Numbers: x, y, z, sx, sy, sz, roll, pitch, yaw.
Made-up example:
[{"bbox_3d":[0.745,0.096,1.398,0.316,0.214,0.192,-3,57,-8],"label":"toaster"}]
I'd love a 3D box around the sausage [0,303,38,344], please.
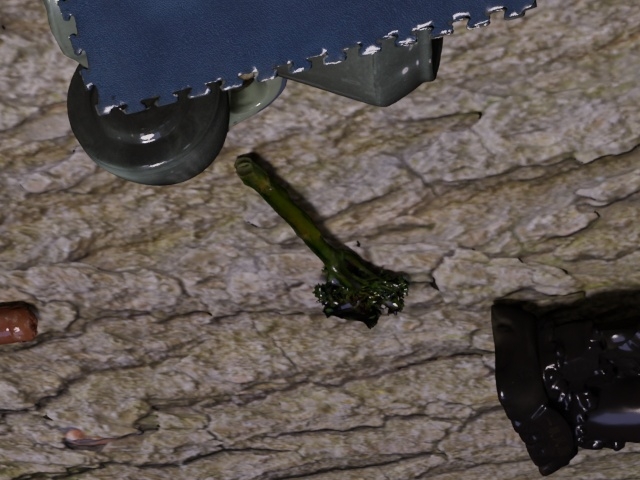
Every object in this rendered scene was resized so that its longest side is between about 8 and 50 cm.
[{"bbox_3d":[-0.339,0.087,1.465,0.158,0.036,0.042,-10,113,15],"label":"sausage"}]

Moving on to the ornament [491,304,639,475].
[{"bbox_3d":[0.306,0.119,1.477,0.260,0.106,0.251,-16,148,15],"label":"ornament"}]

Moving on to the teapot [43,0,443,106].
[{"bbox_3d":[-0.040,-0.182,0.921,0.225,0.171,0.203,3,126,7],"label":"teapot"}]

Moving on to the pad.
[{"bbox_3d":[-0.042,-0.216,0.825,0.269,0.012,0.269,-10,106,18],"label":"pad"}]

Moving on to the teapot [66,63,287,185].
[{"bbox_3d":[-0.103,-0.102,1.120,0.111,0.149,0.108,34,172,17],"label":"teapot"}]

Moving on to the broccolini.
[{"bbox_3d":[-0.005,-0.003,1.336,0.057,0.071,0.254,29,165,44],"label":"broccolini"}]
